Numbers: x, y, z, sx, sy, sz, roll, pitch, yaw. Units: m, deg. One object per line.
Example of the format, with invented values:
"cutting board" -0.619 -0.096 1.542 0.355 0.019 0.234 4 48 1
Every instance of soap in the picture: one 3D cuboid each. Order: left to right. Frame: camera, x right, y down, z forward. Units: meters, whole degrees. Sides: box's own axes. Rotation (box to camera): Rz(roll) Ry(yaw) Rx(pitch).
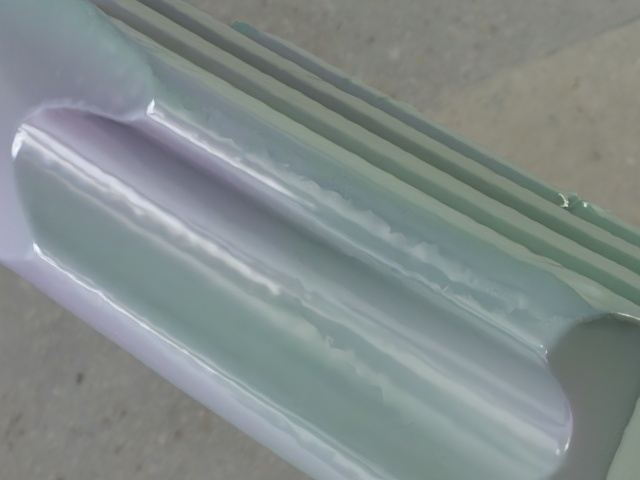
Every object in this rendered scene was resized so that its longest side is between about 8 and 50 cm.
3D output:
"soap" 0.000 0.000 0.667 0.347 0.115 0.208 31 14 28
